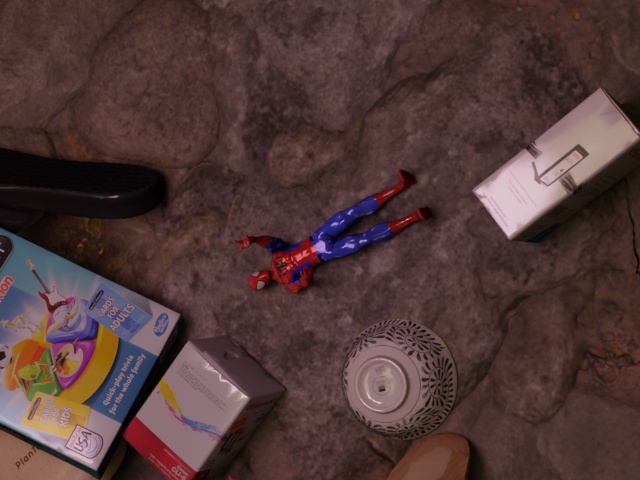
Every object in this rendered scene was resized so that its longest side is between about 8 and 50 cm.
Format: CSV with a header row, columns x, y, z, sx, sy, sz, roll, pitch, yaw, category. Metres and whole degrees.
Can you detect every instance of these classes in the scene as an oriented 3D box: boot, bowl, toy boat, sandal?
x,y,z,sx,sy,sz,roll,pitch,yaw,category
0.141,0.423,1.599,0.104,0.295,0.211,3,131,27,boot
0.095,0.193,1.643,0.170,0.080,0.170,0,90,21,bowl
-0.368,0.383,1.812,0.267,0.148,0.318,-38,69,13,toy boat
-0.450,-0.059,1.834,0.445,0.167,0.107,8,116,22,sandal

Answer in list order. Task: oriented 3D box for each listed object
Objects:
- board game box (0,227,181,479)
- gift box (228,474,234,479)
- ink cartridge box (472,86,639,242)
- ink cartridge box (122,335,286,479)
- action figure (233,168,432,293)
x,y,z,sx,sy,sz,roll,pitch,yaw,category
-0.407,0.152,1.741,0.336,0.079,0.254,25,69,3,board game box
-0.082,0.435,1.589,0.255,0.258,0.276,-13,83,46,gift box
0.310,-0.090,1.520,0.203,0.148,0.086,-40,74,16,ink cartridge box
-0.164,0.242,1.722,0.127,0.128,0.176,40,104,18,ink cartridge box
0.000,0.000,1.657,0.280,0.139,0.091,-30,78,22,action figure
